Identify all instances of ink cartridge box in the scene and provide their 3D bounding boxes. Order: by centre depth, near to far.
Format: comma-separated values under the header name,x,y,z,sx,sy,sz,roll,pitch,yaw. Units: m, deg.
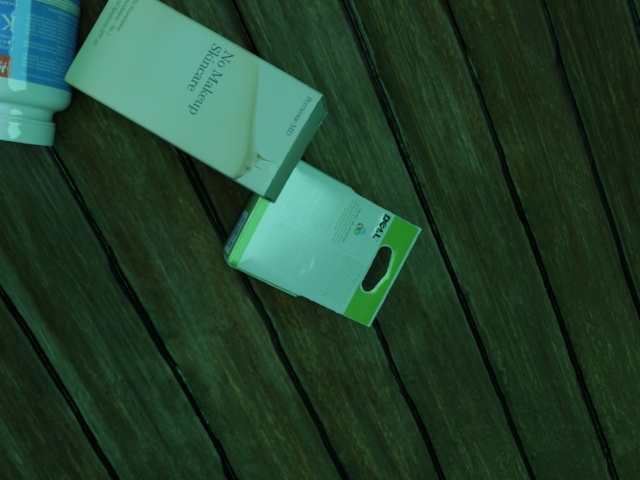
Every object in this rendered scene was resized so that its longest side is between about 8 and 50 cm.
name,x,y,z,sx,sy,sz,roll,pitch,yaw
ink cartridge box,0.000,0.000,0.938,0.255,0.097,0.188,27,91,-18

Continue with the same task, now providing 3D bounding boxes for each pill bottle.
name,x,y,z,sx,sy,sz,roll,pitch,yaw
pill bottle,-0.393,-0.242,0.785,0.124,0.124,0.221,7,97,-15

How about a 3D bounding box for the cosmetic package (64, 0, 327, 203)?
name,x,y,z,sx,sy,sz,roll,pitch,yaw
cosmetic package,-0.163,-0.197,0.808,0.309,0.113,0.160,29,91,4
